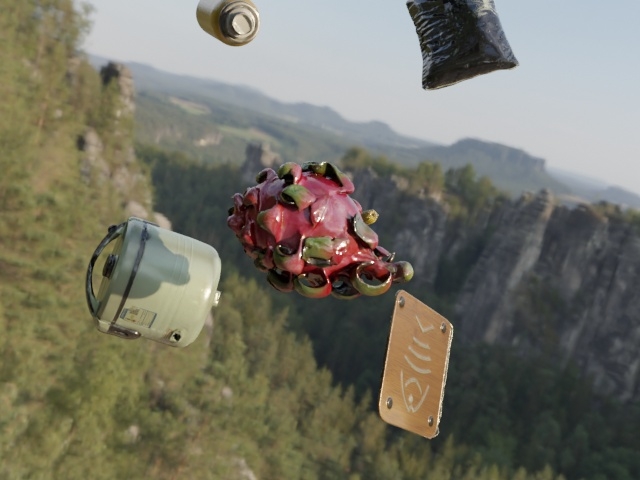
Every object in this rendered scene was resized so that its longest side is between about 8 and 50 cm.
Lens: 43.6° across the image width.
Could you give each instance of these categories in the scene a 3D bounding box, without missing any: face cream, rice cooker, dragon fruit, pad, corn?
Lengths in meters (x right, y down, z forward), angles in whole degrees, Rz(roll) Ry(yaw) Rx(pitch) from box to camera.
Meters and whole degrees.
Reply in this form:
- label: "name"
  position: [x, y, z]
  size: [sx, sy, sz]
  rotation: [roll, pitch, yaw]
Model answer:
- label: "face cream"
  position: [-0.196, -0.477, 1.718]
  size: [0.104, 0.105, 0.349]
  rotation: [14, 14, -20]
- label: "rice cooker"
  position: [-0.324, 0.084, 1.529]
  size: [0.244, 0.226, 0.226]
  rotation: [20, 6, -21]
- label: "dragon fruit"
  position: [-0.009, 0.002, 1.244]
  size: [0.273, 0.198, 0.218]
  rotation: [55, 16, -2]
- label: "pad"
  position: [0.214, 0.281, 1.779]
  size: [0.018, 0.284, 0.286]
  rotation: [-1, -21, 35]
- label: "corn"
  position: [0.076, -0.039, 1.514]
  size: [0.083, 0.028, 0.027]
  rotation: [-18, -62, 41]

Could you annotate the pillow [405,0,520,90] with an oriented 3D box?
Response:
- label: "pillow"
  position: [0.207, -0.314, 1.197]
  size: [0.141, 0.208, 0.055]
  rotation: [-14, -35, 14]
